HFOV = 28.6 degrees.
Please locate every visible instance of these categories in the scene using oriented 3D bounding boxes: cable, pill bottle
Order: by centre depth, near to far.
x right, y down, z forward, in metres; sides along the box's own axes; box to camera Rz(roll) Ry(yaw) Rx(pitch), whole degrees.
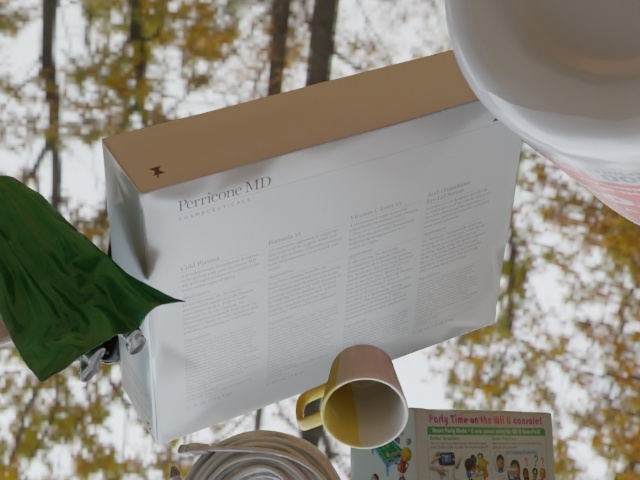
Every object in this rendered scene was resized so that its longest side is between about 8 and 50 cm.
[{"bbox_3d":[0.260,-0.125,0.893,0.229,0.229,0.407,23,-178,28],"label":"pill bottle"},{"bbox_3d":[-0.085,0.412,1.876,0.257,0.257,0.089,-11,168,9],"label":"cable"}]

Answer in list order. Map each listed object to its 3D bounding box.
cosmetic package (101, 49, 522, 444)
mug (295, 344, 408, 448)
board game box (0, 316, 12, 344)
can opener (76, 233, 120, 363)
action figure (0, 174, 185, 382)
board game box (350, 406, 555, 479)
[{"bbox_3d":[0.000,0.000,1.147,0.377,0.284,0.097,-17,-136,-24],"label":"cosmetic package"},{"bbox_3d":[0.024,0.107,0.918,0.078,0.062,0.064,8,-152,-4],"label":"mug"},{"bbox_3d":[-0.534,0.058,1.903,0.390,0.050,0.390,-18,-153,-34],"label":"board game box"},{"bbox_3d":[-0.191,0.034,1.215,0.059,0.186,0.073,22,-173,3],"label":"can opener"},{"bbox_3d":[-0.235,0.013,1.011,0.137,0.063,0.232,-26,-121,-39],"label":"action figure"},{"bbox_3d":[0.140,0.324,1.275,0.224,0.303,0.097,10,166,-43],"label":"board game box"}]
